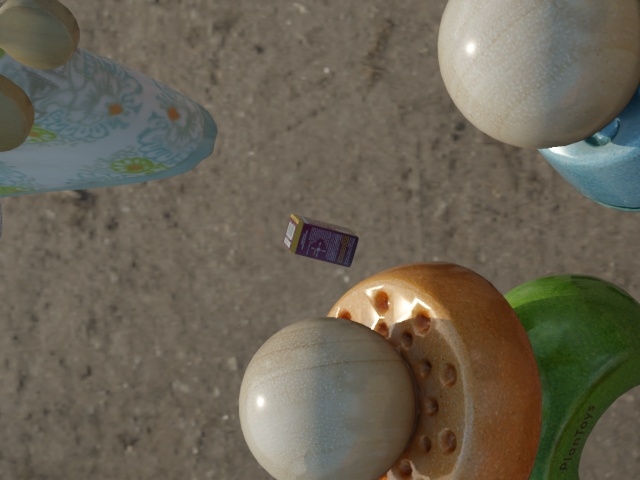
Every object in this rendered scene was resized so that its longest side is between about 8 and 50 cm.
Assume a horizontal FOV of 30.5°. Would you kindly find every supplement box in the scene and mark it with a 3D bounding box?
[{"bbox_3d":[0.000,0.000,1.494,0.055,0.083,0.043,-133,58,-75],"label":"supplement box"}]

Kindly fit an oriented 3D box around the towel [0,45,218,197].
[{"bbox_3d":[-0.335,-0.107,1.117,0.374,0.320,0.090,-9,79,26],"label":"towel"}]

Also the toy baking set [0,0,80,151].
[{"bbox_3d":[-0.193,-0.115,0.407,0.196,0.256,0.030,-5,46,16],"label":"toy baking set"}]

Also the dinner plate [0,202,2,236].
[{"bbox_3d":[-0.317,-0.018,0.932,0.017,0.141,0.141,0,92,50],"label":"dinner plate"}]

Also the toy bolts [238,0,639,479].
[{"bbox_3d":[0.093,0.020,0.370,0.218,0.158,0.228,31,110,47],"label":"toy bolts"}]
